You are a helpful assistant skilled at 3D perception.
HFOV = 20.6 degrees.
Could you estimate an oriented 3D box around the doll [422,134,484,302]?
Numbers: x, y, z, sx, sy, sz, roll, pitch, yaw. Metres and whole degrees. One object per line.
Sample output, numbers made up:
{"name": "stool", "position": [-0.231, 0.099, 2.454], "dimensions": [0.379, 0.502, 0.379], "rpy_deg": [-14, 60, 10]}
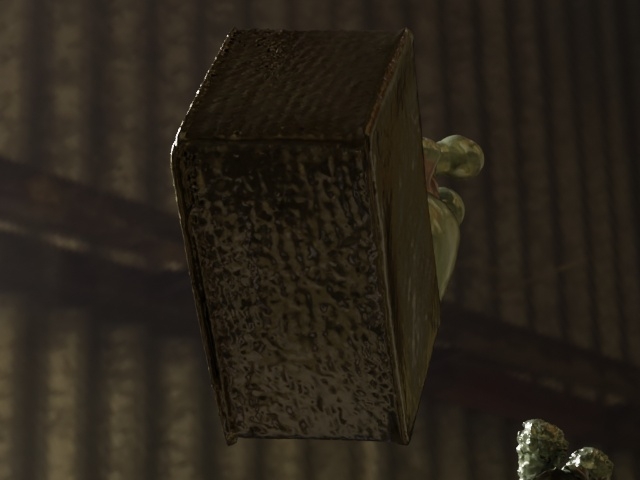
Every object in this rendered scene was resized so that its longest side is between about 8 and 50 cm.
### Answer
{"name": "doll", "position": [0.076, -0.002, 1.669], "dimensions": [0.113, 0.155, 0.275], "rpy_deg": [22, -141, 0]}

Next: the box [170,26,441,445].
{"name": "box", "position": [-0.002, 0.000, 1.281], "dimensions": [0.184, 0.143, 0.273], "rpy_deg": [-69, -24, -54]}

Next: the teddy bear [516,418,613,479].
{"name": "teddy bear", "position": [0.213, 0.258, 1.514], "dimensions": [0.133, 0.111, 0.213], "rpy_deg": [31, -158, -29]}
